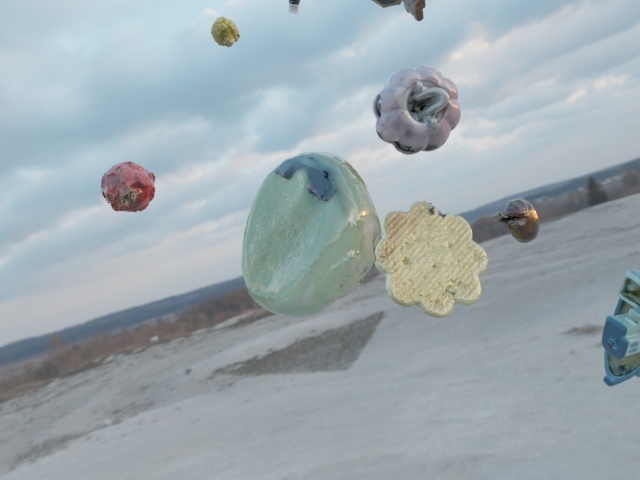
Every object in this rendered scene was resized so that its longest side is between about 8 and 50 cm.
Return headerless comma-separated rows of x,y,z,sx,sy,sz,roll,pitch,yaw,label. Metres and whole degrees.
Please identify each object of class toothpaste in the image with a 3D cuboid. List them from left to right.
-0.111,-1.089,2.302,0.071,0.194,0.045,-1,24,-22,toothpaste

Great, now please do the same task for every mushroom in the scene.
0.588,-0.063,1.578,0.170,0.135,0.080,8,-25,-25,mushroom

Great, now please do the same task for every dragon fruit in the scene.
-0.518,-0.137,1.469,0.152,0.153,0.111,-16,30,-26,dragon fruit

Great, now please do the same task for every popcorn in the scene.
-0.261,-0.558,1.448,0.084,0.084,0.084,-17,-2,-1,popcorn

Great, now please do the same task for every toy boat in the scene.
0.492,0.147,0.853,0.102,0.215,0.088,-9,29,-14,toy boat

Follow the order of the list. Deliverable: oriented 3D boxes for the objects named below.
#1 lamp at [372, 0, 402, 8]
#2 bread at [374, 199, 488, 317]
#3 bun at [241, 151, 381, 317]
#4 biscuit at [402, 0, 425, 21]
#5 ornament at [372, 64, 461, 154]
0.230,-0.870,1.765,0.161,0.161,0.185,-18,38,32,lamp
0.281,0.047,1.363,0.315,0.316,0.054,-16,-16,-16,bread
0.000,0.000,0.915,0.187,0.294,0.293,19,-24,-33,bun
0.239,-0.637,1.368,0.019,0.120,0.130,-26,-12,-12,biscuit
0.194,-0.262,1.068,0.177,0.178,0.177,-17,-2,-1,ornament
